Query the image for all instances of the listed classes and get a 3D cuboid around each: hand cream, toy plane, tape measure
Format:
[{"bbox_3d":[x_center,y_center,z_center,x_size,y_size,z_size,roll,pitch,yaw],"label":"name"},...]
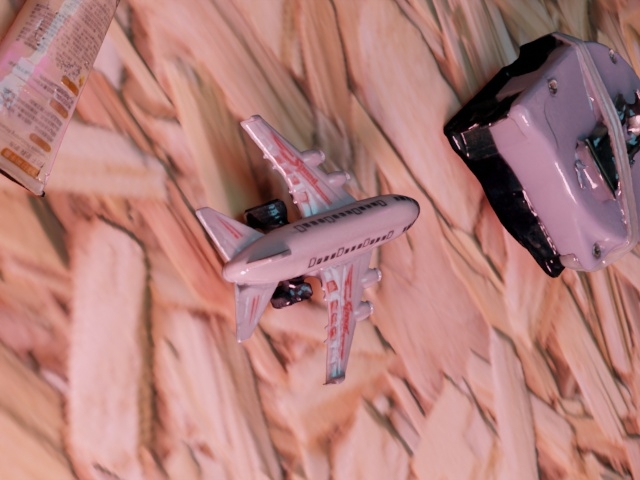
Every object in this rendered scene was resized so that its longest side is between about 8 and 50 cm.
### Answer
[{"bbox_3d":[-0.138,-0.096,0.573,0.061,0.039,0.143,43,58,-41],"label":"hand cream"},{"bbox_3d":[0.000,0.000,0.672,0.171,0.065,0.162,-20,93,-52],"label":"toy plane"},{"bbox_3d":[0.205,-0.073,0.904,0.182,0.107,0.181,53,51,-20],"label":"tape measure"}]
